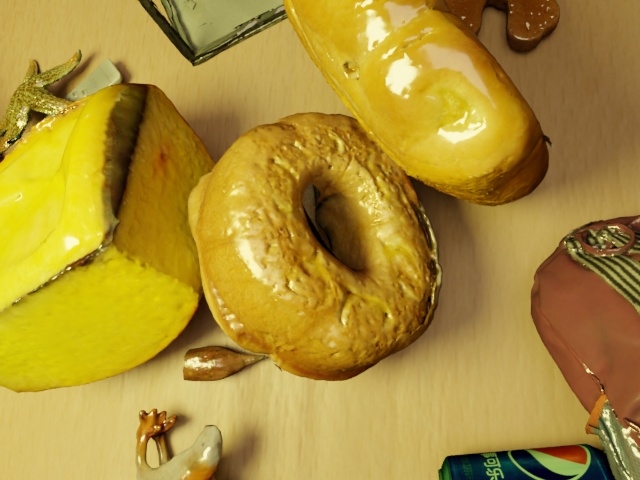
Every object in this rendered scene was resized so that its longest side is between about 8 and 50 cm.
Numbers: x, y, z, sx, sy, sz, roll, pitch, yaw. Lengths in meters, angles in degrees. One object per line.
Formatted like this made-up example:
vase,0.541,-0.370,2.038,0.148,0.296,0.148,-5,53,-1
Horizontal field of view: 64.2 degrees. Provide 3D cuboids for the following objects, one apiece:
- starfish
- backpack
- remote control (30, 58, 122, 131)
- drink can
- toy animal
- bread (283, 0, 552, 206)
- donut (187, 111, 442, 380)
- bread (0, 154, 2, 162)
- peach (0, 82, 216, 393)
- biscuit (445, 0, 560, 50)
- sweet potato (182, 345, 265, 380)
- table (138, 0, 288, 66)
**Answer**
starfish,-0.464,-0.236,0.826,0.208,0.053,0.176,-32,56,4
backpack,0.376,0.093,0.525,0.283,0.197,0.317,-31,48,8
remote control,-0.396,-0.218,0.831,0.184,0.027,0.050,-39,69,6
drink can,0.242,0.298,0.577,0.205,0.118,0.118,-8,79,8
toy animal,-0.202,0.383,0.663,0.284,0.225,0.302,-31,62,24
bread,0.113,-0.172,0.582,0.148,0.337,0.328,-35,78,21
donut,0.000,0.000,0.613,0.317,0.150,0.299,36,58,-10
bread,-0.575,-0.105,0.736,0.110,0.234,0.184,-19,76,10
peach,-0.292,-0.008,0.669,0.380,0.242,0.306,-38,54,11
biscuit,0.260,-0.417,0.739,0.186,0.044,0.295,10,83,8
sweet potato,-0.133,0.167,0.704,0.117,0.049,0.049,-7,79,3
table,-0.124,-0.465,0.698,0.335,0.272,0.222,-26,77,5
